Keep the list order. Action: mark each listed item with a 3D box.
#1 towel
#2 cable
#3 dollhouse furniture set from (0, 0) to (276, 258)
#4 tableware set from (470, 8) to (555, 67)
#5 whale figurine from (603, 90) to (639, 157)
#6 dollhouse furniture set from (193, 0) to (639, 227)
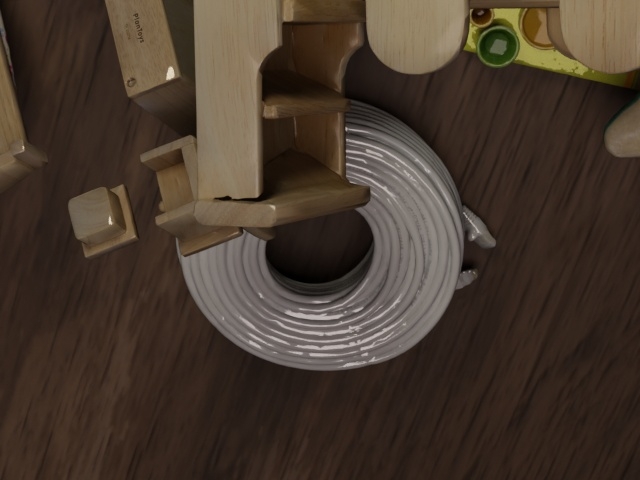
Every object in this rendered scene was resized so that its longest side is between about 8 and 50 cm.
[{"bbox_3d":[0.245,-0.188,1.612,0.237,0.021,0.102,11,110,-7],"label":"towel"},{"bbox_3d":[0.000,0.000,1.657,0.257,0.089,0.257,-31,114,13],"label":"cable"},{"bbox_3d":[-0.245,-0.073,1.551,0.356,0.303,0.174,-21,159,15],"label":"dollhouse furniture set"},{"bbox_3d":[0.194,-0.211,1.576,0.154,0.024,0.104,-22,111,6],"label":"tableware set"},{"bbox_3d":[0.324,-0.189,1.547,0.216,0.141,0.272,12,120,-13],"label":"whale figurine"},{"bbox_3d":[0.117,-0.139,1.333,0.394,0.362,0.256,2,98,25],"label":"dollhouse furniture set"}]
